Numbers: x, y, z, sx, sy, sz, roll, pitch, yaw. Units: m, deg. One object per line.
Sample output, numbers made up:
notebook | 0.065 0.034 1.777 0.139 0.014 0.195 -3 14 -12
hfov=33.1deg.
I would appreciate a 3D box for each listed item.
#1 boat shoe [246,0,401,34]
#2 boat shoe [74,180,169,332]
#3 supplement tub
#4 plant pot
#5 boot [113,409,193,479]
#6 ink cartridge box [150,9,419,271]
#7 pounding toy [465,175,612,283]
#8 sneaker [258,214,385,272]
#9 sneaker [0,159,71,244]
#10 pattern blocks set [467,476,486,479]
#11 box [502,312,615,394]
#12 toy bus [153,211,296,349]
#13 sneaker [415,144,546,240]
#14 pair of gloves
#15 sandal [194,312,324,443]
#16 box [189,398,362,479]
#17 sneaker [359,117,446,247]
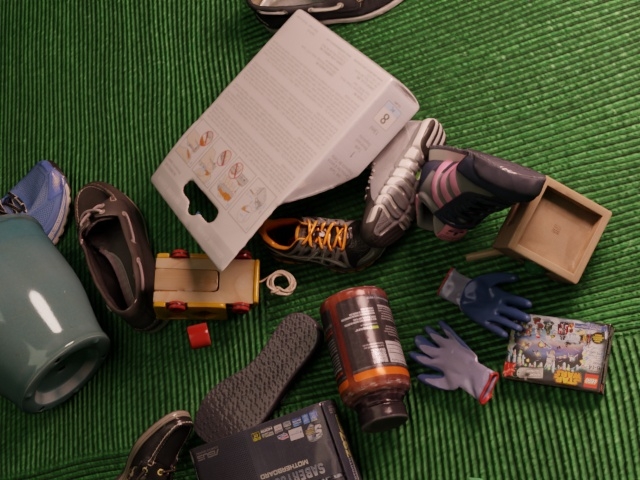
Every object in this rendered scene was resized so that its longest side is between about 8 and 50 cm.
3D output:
boat shoe | 0.019 -0.421 1.797 0.302 0.091 0.114 -17 64 22
boat shoe | -0.352 0.011 1.841 0.112 0.095 0.335 -39 59 11
supplement tub | 0.068 0.172 1.550 0.106 0.106 0.198 -23 63 20
plant pot | -0.497 0.140 1.792 0.255 0.271 0.272 44 96 17
boot | -0.229 0.396 1.640 0.178 0.085 0.236 44 107 31
ink cartridge box | -0.068 -0.153 1.705 0.385 0.091 0.308 -48 43 5
pounding toy | 0.297 -0.006 1.484 0.130 0.100 0.141 28 86 -8
sneaker | 0.000 0.000 1.663 0.214 0.083 0.084 -3 69 26
sneaker | -0.581 -0.010 1.943 0.129 0.147 0.330 39 92 33
pattern blocks set | 0.180 0.480 1.426 0.285 0.026 0.325 21 83 32
box | 0.322 0.152 1.465 0.137 0.027 0.094 5 75 30
toy bus | -0.169 0.077 1.712 0.191 0.104 0.202 -41 75 -16
sneaker | 0.212 -0.054 1.479 0.112 0.319 0.131 18 93 -10
pair of gloves | 0.211 0.127 1.520 0.159 0.023 0.198 28 92 42
sandal | -0.086 0.222 1.652 0.254 0.054 0.097 -44 68 4
box | -0.058 0.352 1.557 0.232 0.059 0.183 -22 79 20
sneaker | 0.091 -0.092 1.646 0.132 0.086 0.229 13 62 38
